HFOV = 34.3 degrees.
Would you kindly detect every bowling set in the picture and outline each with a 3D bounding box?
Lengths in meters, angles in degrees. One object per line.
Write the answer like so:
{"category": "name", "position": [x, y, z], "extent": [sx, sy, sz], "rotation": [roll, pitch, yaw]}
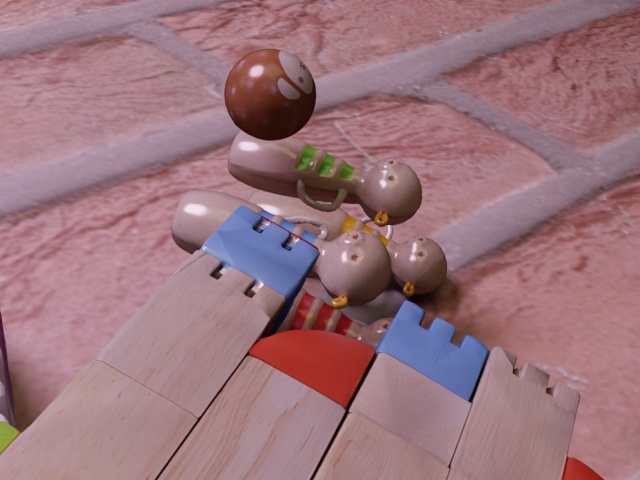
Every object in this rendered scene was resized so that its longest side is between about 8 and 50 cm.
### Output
{"category": "bowling set", "position": [0.000, 0.000, 0.623], "extent": [0.154, 0.199, 0.287], "rotation": [17, 38, 7]}

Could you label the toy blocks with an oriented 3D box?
{"category": "toy blocks", "position": [0.031, 0.134, 0.441], "extent": [0.381, 0.190, 0.261], "rotation": [30, 33, 5]}

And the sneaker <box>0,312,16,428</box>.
{"category": "sneaker", "position": [-0.207, 0.093, 0.521], "extent": [0.105, 0.095, 0.236], "rotation": [-8, 38, -13]}
